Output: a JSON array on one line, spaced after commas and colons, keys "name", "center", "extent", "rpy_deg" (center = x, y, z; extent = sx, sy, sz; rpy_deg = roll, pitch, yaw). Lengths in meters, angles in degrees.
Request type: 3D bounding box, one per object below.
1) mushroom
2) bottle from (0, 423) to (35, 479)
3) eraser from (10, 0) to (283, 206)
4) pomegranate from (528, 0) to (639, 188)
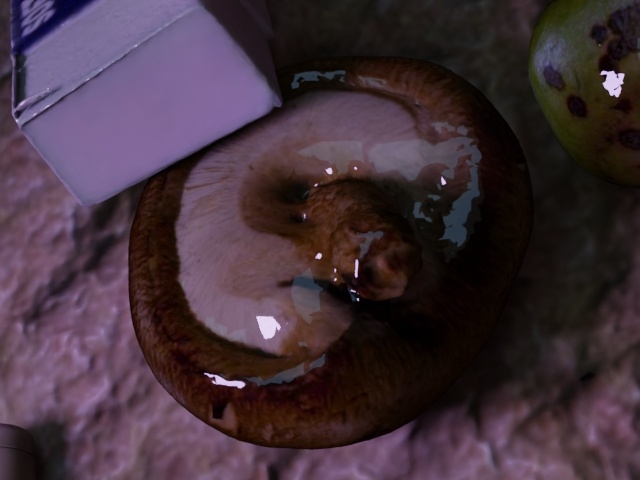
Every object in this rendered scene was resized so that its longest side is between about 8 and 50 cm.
[{"name": "mushroom", "center": [0.006, 0.010, 1.014], "extent": [0.231, 0.138, 0.194], "rpy_deg": [-46, 41, -19]}, {"name": "bottle", "center": [-0.177, 0.150, 1.059], "extent": [0.045, 0.045, 0.096], "rpy_deg": [-13, 58, 15]}, {"name": "eraser", "center": [-0.105, -0.142, 1.091], "extent": [0.130, 0.086, 0.287], "rpy_deg": [-29, 34, 12]}, {"name": "pomegranate", "center": [0.177, -0.109, 0.995], "extent": [0.148, 0.148, 0.169], "rpy_deg": [-7, 63, 18]}]
